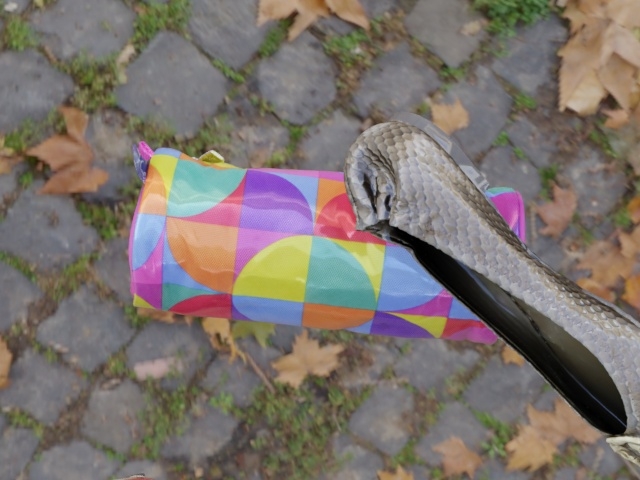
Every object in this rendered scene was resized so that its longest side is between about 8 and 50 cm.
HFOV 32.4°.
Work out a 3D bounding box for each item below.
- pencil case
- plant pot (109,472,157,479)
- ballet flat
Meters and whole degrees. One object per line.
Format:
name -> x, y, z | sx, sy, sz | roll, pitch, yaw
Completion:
pencil case -> 0.000, 0.000, 0.648 | 0.236, 0.104, 0.104 | 9, 111, -2
plant pot -> -0.169, 0.260, 0.739 | 0.191, 0.191, 0.174 | -14, 77, -7
ballet flat -> 0.103, 0.039, 0.550 | 0.250, 0.084, 0.058 | 46, 65, 1
